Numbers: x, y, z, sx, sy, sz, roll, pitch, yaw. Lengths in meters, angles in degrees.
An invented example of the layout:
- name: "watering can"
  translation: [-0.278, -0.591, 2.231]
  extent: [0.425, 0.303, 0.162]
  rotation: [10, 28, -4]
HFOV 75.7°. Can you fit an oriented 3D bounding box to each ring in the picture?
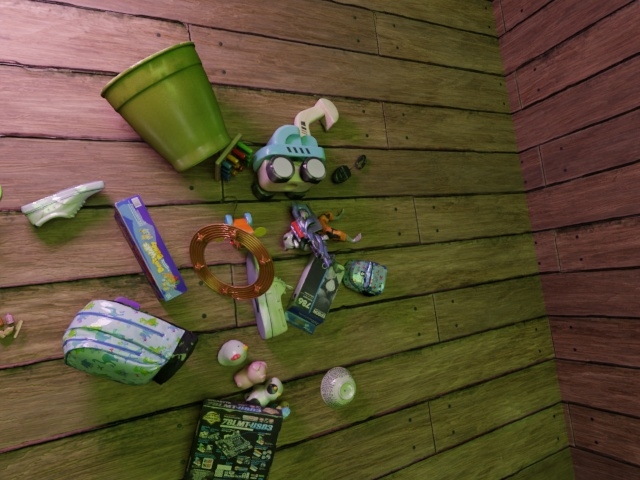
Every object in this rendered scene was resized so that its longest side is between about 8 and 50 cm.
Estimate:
- name: "ring"
  translation: [-0.328, 0.089, 1.496]
  extent: [0.336, 0.336, 0.032]
  rotation: [46, 33, -14]

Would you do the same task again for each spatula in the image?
- name: "spatula"
  translation: [-0.605, 0.292, 1.476]
  extent: [0.296, 0.030, 0.084]
  rotation: [29, 70, -20]

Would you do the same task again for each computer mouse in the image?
- name: "computer mouse"
  translation: [0.138, -0.340, 1.950]
  extent: [0.242, 0.041, 0.071]
  rotation: [-38, 108, -33]

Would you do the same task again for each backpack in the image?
- name: "backpack"
  translation: [0.196, 0.160, 1.855]
  extent: [0.173, 0.117, 0.158]
  rotation: [24, 71, -19]
- name: "backpack"
  translation: [-0.623, 0.332, 1.324]
  extent: [0.355, 0.290, 0.273]
  rotation: [41, 48, -9]

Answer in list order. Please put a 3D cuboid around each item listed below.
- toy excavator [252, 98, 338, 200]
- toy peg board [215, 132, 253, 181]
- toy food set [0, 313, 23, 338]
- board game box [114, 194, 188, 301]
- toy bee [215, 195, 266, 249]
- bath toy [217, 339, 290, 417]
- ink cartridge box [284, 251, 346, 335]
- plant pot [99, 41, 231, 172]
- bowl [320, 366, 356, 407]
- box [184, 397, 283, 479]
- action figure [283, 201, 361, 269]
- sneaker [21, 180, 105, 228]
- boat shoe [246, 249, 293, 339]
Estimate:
- name: "toy excavator"
  translation: [-0.091, -0.417, 1.761]
  extent: [0.432, 0.222, 0.446]
  rotation: [-3, 75, -28]
- name: "toy peg board"
  translation: [-0.336, -0.307, 1.621]
  extent: [0.079, 0.161, 0.161]
  rotation: [33, 68, -3]
- name: "toy food set"
  translation: [-1.005, 0.263, 1.287]
  extent: [0.122, 0.019, 0.078]
  rotation: [18, 74, -15]
- name: "board game box"
  translation: [-0.585, 0.039, 1.411]
  extent: [0.078, 0.233, 0.347]
  rotation: [-28, 95, -28]
- name: "toy bee"
  translation: [-0.307, -0.034, 1.597]
  extent: [0.195, 0.298, 0.162]
  rotation: [3, 121, -3]
- name: "bath toy"
  translation: [-0.250, 0.528, 1.566]
  extent: [0.151, 0.129, 0.348]
  rotation: [-36, 98, -26]
- name: "ink cartridge box"
  translation: [-0.022, 0.224, 1.765]
  extent: [0.165, 0.065, 0.333]
  rotation: [30, 71, -20]
- name: "plant pot"
  translation: [-0.514, -0.451, 1.487]
  extent: [0.366, 0.366, 0.353]
  rotation: [-41, 113, -26]
- name: "bowl"
  translation: [0.093, 0.632, 1.750]
  extent: [0.170, 0.080, 0.170]
  rotation: [4, 81, -26]
- name: "box"
  translation: [-0.308, 0.734, 1.472]
  extent: [0.295, 0.073, 0.294]
  rotation: [13, 90, -13]
- name: "action figure"
  translation: [0.000, 0.000, 1.747]
  extent: [0.329, 0.179, 0.342]
  rotation: [-9, 58, -22]
- name: "sneaker"
  translation: [-0.852, -0.125, 1.393]
  extent: [0.258, 0.094, 0.091]
  rotation: [-29, 114, -23]
- name: "boat shoe"
  translation: [-0.189, 0.198, 1.643]
  extent: [0.156, 0.135, 0.368]
  rotation: [-11, 90, -28]
